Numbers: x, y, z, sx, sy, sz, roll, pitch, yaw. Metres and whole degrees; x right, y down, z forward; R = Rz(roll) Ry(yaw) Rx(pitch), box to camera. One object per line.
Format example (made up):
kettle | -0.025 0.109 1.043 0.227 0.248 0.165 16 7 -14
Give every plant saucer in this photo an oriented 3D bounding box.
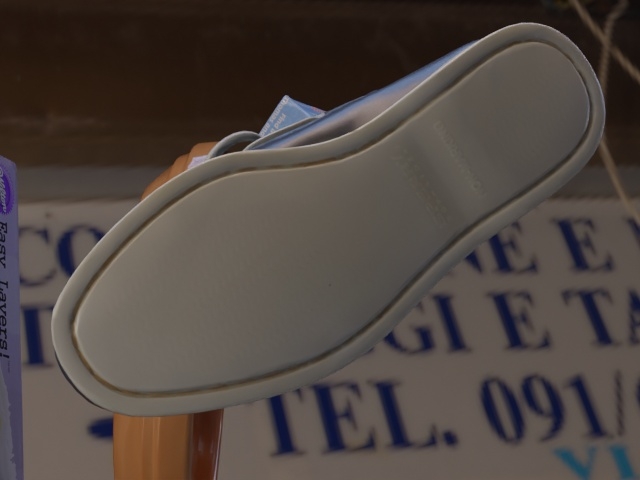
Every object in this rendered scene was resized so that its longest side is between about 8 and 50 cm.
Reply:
plant saucer | -0.066 0.054 0.755 0.037 0.200 0.200 3 -43 1

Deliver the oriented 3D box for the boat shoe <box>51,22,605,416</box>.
boat shoe | 0.000 -0.008 0.649 0.254 0.095 0.079 -37 5 -27

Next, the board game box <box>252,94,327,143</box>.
board game box | 0.000 0.000 1.049 0.160 0.039 0.211 -55 -30 14

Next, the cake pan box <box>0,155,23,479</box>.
cake pan box | -0.260 0.043 0.967 0.070 0.266 0.246 -8 -16 16
